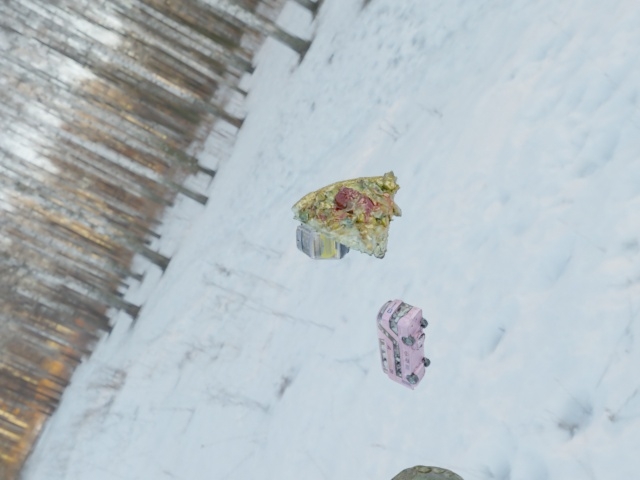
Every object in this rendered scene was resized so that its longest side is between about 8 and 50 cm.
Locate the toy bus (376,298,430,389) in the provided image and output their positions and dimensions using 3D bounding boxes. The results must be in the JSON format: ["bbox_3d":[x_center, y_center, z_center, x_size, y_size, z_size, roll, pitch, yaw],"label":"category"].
[{"bbox_3d":[0.157,0.201,1.482,0.063,0.090,0.203,-46,-36,-33],"label":"toy bus"}]

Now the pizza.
[{"bbox_3d":[0.029,-0.021,0.533,0.078,0.083,0.025,-126,26,-43],"label":"pizza"}]

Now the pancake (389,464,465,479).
[{"bbox_3d":[0.133,0.439,1.131,0.222,0.042,0.236,-11,41,40],"label":"pancake"}]

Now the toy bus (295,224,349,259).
[{"bbox_3d":[0.000,0.000,1.326,0.172,0.072,0.057,-152,61,-78],"label":"toy bus"}]
